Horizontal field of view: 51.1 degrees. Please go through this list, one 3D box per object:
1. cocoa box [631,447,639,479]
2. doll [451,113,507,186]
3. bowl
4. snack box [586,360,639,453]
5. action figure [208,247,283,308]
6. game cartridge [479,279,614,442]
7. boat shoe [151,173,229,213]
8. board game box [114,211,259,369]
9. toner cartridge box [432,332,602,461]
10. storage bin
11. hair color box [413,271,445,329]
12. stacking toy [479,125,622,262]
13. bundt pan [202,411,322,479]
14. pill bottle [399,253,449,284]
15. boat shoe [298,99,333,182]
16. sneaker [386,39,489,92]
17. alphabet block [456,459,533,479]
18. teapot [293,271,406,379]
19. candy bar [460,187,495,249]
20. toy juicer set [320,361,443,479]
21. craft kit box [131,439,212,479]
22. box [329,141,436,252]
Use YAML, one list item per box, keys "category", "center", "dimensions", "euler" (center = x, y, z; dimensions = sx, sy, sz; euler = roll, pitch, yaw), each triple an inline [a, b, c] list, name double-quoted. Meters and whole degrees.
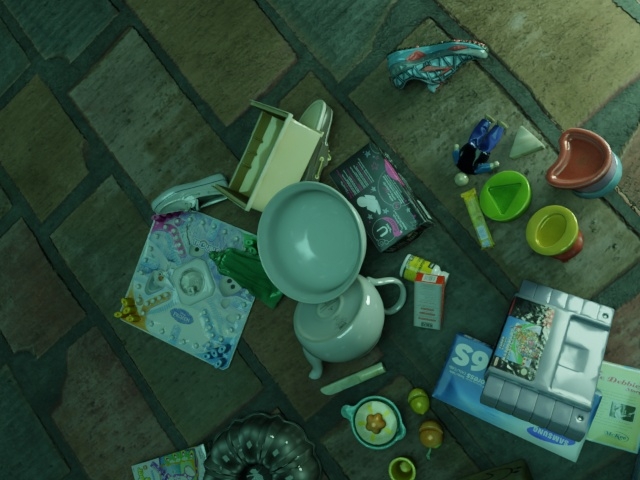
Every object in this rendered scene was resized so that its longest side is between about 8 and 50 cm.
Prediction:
- category: "cocoa box"
  center: [0.792, 0.498, 1.370]
  dimensions: [0.228, 0.347, 0.231]
  euler: [14, 90, 19]
- category: "doll"
  center: [0.401, -0.221, 1.702]
  dimensions: [0.129, 0.046, 0.189]
  euler: [34, 97, 24]
- category: "bowl"
  center: [0.000, 0.000, 1.668]
  dimensions: [0.297, 0.134, 0.298]
  euler: [4, 98, 29]
- category: "snack box"
  center: [0.600, 0.364, 1.591]
  dimensions: [0.322, 0.060, 0.187]
  euler: [12, 91, 19]
- category: "action figure"
  center: [-0.195, 0.080, 1.800]
  dimensions: [0.232, 0.063, 0.137]
  euler: [27, 93, -24]
- category: "game cartridge"
  center: [0.516, 0.255, 1.516]
  dimensions: [0.230, 0.068, 0.355]
  euler: [22, 51, 15]
- category: "boat shoe"
  center: [-0.363, -0.117, 1.889]
  dimensions: [0.226, 0.083, 0.076]
  euler: [-25, 67, -5]
- category: "board game box"
  center: [-0.372, 0.119, 1.924]
  dimensions: [0.390, 0.050, 0.390]
  euler: [22, 93, 18]
- category: "toner cartridge box"
  center: [0.455, 0.359, 1.567]
  dimensions: [0.347, 0.075, 0.165]
  euler: [21, 95, 20]
- category: "storage bin"
  center: [-0.150, -0.217, 1.778]
  dimensions: [0.260, 0.123, 0.262]
  euler: [32, 100, 53]
- category: "hair color box"
  center: [0.273, 0.153, 1.683]
  dimensions: [0.072, 0.043, 0.141]
  euler: [8, 122, 18]
- category: "stacking toy"
  center: [0.565, -0.118, 1.640]
  dimensions: [0.279, 0.130, 0.309]
  euler: [31, 93, 43]
- category: "bundt pan"
  center: [-0.166, 0.625, 1.757]
  dimensions: [0.330, 0.124, 0.331]
  euler: [-1, 83, 9]
- category: "pill bottle"
  center: [0.267, 0.085, 1.714]
  dimensions: [0.116, 0.065, 0.065]
  euler: [23, 93, 17]
- category: "boat shoe"
  center: [-0.031, -0.216, 1.816]
  dimensions: [0.116, 0.096, 0.324]
  euler: [17, 87, 59]
- category: "sneaker"
  center: [0.307, -0.449, 1.738]
  dimensions: [0.261, 0.104, 0.125]
  euler: [-3, 102, 22]
- category: "alphabet block"
  center: [0.423, 0.649, 1.556]
  dimensions: [0.192, 0.197, 0.193]
  euler: [-22, 80, 14]
- category: "teapot"
  center: [0.071, 0.211, 1.713]
  dimensions: [0.256, 0.187, 0.253]
  euler: [-10, 49, 35]
- category: "candy bar"
  center: [0.402, -0.053, 1.706]
  dimensions: [0.040, 0.018, 0.161]
  euler: [-22, 80, 19]
- category: "toy juicer set"
  center: [0.169, 0.438, 1.709]
  dimensions: [0.209, 0.089, 0.329]
  euler: [-47, 74, 10]
- category: "craft kit box"
  center: [-0.389, 0.720, 1.887]
  dimensions: [0.246, 0.061, 0.250]
  euler: [-22, 80, 18]
- category: "box"
  center: [0.159, -0.103, 1.711]
  dimensions: [0.142, 0.163, 0.247]
  euler: [-35, 77, 15]
